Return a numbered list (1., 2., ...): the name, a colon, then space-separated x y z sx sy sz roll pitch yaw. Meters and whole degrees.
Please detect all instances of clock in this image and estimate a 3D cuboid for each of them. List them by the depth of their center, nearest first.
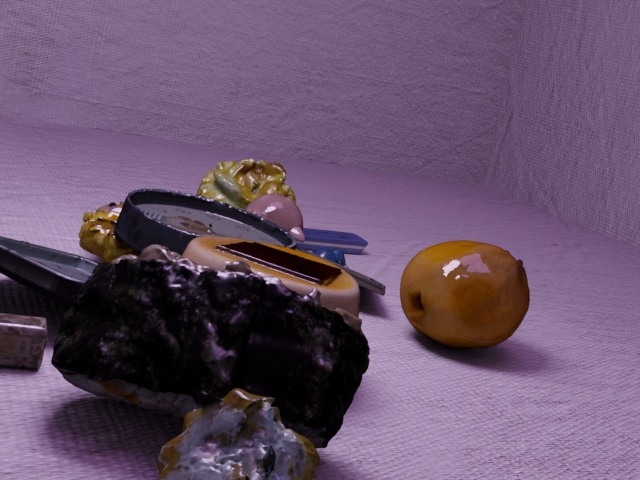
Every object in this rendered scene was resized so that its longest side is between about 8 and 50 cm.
1. clock: -0.379 0.058 1.380 0.279 0.049 0.273 20 0 33
2. clock: -0.191 -0.011 1.539 0.313 0.061 0.312 16 12 -4

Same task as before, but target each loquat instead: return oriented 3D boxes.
1. loquat: 0.253 0.097 1.604 0.238 0.193 0.238 -11 9 2

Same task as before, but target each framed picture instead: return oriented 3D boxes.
1. framed picture: 0.031 0.052 1.790 0.189 0.023 0.260 24 1 -3

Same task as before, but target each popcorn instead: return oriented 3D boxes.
1. popcorn: -0.161 -0.073 1.975 0.221 0.183 0.204 8 53 -21

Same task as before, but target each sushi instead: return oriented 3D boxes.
1. sushi: -0.128 0.122 1.032 0.350 0.170 0.211 11 -21 18

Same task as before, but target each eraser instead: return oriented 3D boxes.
1. eraser: 0.000 0.000 2.162 0.225 0.036 0.082 6 15 -29

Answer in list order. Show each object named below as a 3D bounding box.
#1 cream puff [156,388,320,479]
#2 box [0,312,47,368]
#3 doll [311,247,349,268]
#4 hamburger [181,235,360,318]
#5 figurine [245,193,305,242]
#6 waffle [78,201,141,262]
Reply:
1. cream puff: -0.075 0.228 0.863 0.121 0.156 0.156 -29 -7 25
2. box: -0.392 0.124 1.129 0.098 0.062 0.045 11 16 -19
3. doll: 0.013 0.041 1.962 0.083 0.050 0.076 -1 13 -42
4. hamburger: -0.085 0.102 1.290 0.302 0.170 0.302 16 9 -3
5. figurine: -0.096 -0.033 1.832 0.125 0.125 0.138 9 15 -15
6. waffle: -0.234 0.028 1.635 0.382 0.095 0.380 24 11 36
